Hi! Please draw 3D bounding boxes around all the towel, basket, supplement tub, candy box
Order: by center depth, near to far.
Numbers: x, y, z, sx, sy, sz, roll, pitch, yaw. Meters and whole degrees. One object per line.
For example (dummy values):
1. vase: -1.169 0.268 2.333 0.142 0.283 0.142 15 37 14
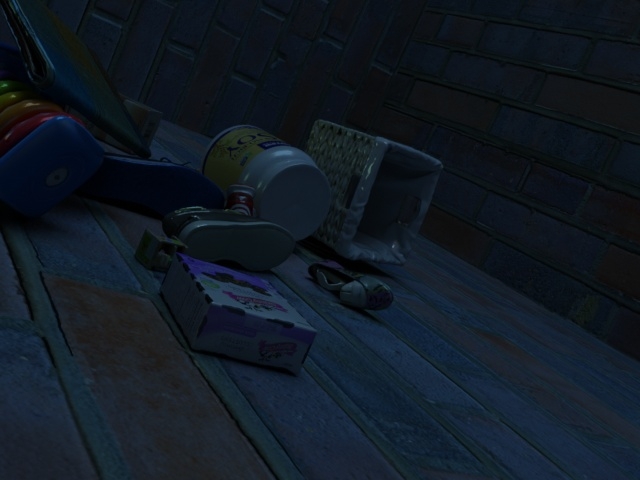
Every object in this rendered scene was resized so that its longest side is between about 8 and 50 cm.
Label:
1. candy box: -0.120 0.100 1.063 0.165 0.070 0.196 20 9 -29
2. towel: -0.433 -0.299 1.307 0.271 0.040 0.370 59 3 16
3. supplement tub: -0.144 -0.147 1.941 0.241 0.241 0.331 18 10 -38
4. basket: 0.113 -0.131 2.095 0.266 0.328 0.331 25 9 34
5. towel: 0.000 0.000 2.156 0.199 0.031 0.275 25 9 8

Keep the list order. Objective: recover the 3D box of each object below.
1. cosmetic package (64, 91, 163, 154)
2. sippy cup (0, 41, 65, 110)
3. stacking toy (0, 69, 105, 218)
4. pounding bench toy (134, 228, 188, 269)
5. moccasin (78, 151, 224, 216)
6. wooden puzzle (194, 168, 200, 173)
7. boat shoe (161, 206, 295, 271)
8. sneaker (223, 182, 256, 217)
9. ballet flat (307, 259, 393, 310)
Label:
1. cosmetic package: -0.659 -0.389 2.316 0.296 0.153 0.129 24 7 7
2. sippy cup: -0.561 -0.226 1.334 0.306 0.224 0.240 23 8 -7
3. stacking toy: -0.493 -0.196 1.172 0.302 0.166 0.175 45 -8 17
4. pounding bench toy: -0.249 0.026 1.227 0.065 0.052 0.083 17 11 -44
5. moccasin: -0.365 -0.131 1.596 0.342 0.137 0.117 19 5 -35
6. wooden puzzle: -0.370 -0.213 2.498 0.116 0.014 0.078 18 15 -39
7. boat shoe: -0.171 -0.008 1.464 0.091 0.109 0.305 36 18 35
8. sneaker: -0.191 -0.030 1.696 0.087 0.128 0.221 6 -22 0
9. ballet flat: 0.053 0.098 1.600 0.079 0.076 0.221 -9 24 -41
